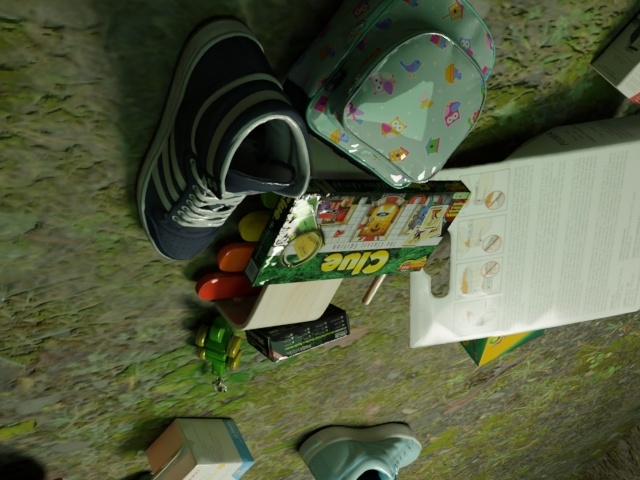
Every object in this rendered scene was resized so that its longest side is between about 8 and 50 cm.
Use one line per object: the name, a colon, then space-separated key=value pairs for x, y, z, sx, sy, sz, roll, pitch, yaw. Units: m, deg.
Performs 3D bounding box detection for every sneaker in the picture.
sneaker: x=0.108 y=0.478 z=1.517 sx=0.366 sy=0.150 sz=0.135 roll=12 pitch=125 yaw=-47
sneaker: x=-0.098 y=-0.050 z=0.701 sx=0.099 sy=0.153 sz=0.282 roll=-7 pitch=138 yaw=-33

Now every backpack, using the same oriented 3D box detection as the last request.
backpack: x=0.077 y=-0.161 z=0.711 sx=0.166 sy=0.144 sz=0.188 roll=31 pitch=93 yaw=-34

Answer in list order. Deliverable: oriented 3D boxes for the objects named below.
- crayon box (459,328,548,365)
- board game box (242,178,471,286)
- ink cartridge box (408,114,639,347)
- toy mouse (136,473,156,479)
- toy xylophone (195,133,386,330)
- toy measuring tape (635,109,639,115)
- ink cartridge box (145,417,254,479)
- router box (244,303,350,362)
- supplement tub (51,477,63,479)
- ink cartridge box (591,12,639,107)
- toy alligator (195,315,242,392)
crayon box: x=0.351 y=0.096 z=1.313 sx=0.165 sy=0.081 sz=0.278 roll=-22 pitch=144 yaw=-18
board game box: x=0.048 y=-0.011 z=0.835 sx=0.260 sy=0.030 sz=0.136 roll=-4 pitch=137 yaw=-37
ink cartridge box: x=0.308 y=-0.008 z=1.097 sx=0.385 sy=0.091 sz=0.308 roll=-8 pitch=121 yaw=-7
toy mouse: x=-0.284 y=0.423 z=1.231 sx=0.143 sy=0.031 sz=0.161 roll=-42 pitch=145 yaw=12
toy xylophone: x=0.000 y=0.000 z=0.906 sx=0.236 sy=0.081 sz=0.322 roll=4 pitch=130 yaw=-43
toy measuring tape: x=0.634 y=-0.192 z=1.169 sx=0.330 sy=0.121 sz=0.121 roll=-20 pitch=143 yaw=-20
ink cartridge box: x=-0.197 y=0.342 z=1.153 sx=0.092 sy=0.090 sz=0.143 roll=-48 pitch=142 yaw=19
router box: x=-0.034 y=0.121 z=1.015 sx=0.123 sy=0.092 sz=0.038 roll=-17 pitch=107 yaw=-23
supplement tub: x=-0.482 y=0.451 z=0.947 sx=0.338 sy=0.207 sz=0.207 roll=-17 pitch=142 yaw=-23
ink cartridge box: x=0.448 y=-0.258 z=0.984 sx=0.099 sy=0.056 sz=0.135 roll=14 pitch=124 yaw=-48
toy alligator: x=-0.135 y=0.151 z=1.013 sx=0.189 sy=0.056 sz=0.051 roll=97 pitch=13 yaw=-55
